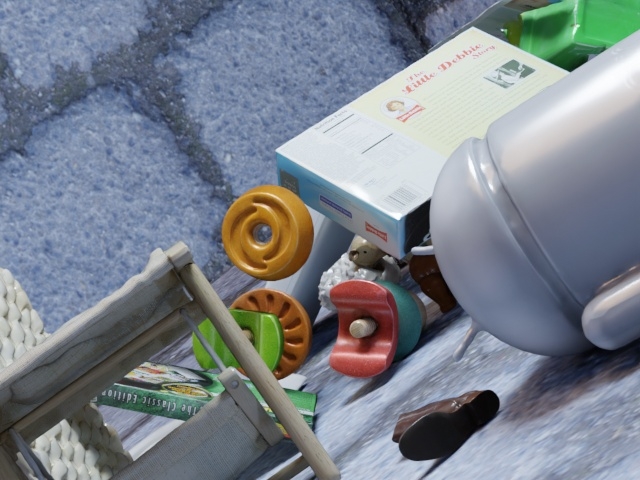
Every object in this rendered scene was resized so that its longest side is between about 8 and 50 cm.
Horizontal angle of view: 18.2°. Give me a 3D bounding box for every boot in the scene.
[{"bbox_3d":[0.082,0.158,1.655,0.106,0.037,0.114,-22,2,-31],"label":"boot"}]

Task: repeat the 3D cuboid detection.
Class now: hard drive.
[{"bbox_3d":[0.000,0.000,2.533,0.353,0.047,0.233,-66,-11,28],"label":"hard drive"}]

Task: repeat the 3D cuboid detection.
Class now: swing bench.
[{"bbox_3d":[-0.158,0.171,1.764,0.253,0.254,0.165,-34,2,-5],"label":"swing bench"}]

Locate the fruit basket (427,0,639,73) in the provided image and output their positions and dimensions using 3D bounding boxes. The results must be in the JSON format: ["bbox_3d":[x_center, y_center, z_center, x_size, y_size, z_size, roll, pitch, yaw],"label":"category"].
[{"bbox_3d":[0.333,-0.224,2.434,0.353,0.327,0.165,142,136,-69],"label":"fruit basket"}]

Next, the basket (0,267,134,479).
[{"bbox_3d":[-0.364,0.242,2.007,0.266,0.328,0.331,-32,8,6],"label":"basket"}]

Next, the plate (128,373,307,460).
[{"bbox_3d":[-0.176,0.254,2.284,0.277,0.045,0.278,-30,8,34],"label":"plate"}]

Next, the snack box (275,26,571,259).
[{"bbox_3d":[0.129,-0.114,2.182,0.322,0.060,0.187,-34,47,-31],"label":"snack box"}]

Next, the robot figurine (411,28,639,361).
[{"bbox_3d":[0.235,-0.039,1.604,0.353,0.200,0.300,-33,34,15],"label":"robot figurine"}]

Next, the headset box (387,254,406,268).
[{"bbox_3d":[0.129,0.002,2.713,0.083,0.032,0.062,-35,5,5],"label":"headset box"}]

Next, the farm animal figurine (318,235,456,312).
[{"bbox_3d":[0.165,-0.059,2.306,0.330,0.172,0.327,-38,7,-34],"label":"farm animal figurine"}]

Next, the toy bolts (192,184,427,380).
[{"bbox_3d":[0.004,0.054,2.133,0.228,0.218,0.158,8,6,22],"label":"toy bolts"}]

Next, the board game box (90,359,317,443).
[{"bbox_3d":[-0.134,0.158,2.049,0.136,0.260,0.030,-68,-10,-83],"label":"board game box"}]
